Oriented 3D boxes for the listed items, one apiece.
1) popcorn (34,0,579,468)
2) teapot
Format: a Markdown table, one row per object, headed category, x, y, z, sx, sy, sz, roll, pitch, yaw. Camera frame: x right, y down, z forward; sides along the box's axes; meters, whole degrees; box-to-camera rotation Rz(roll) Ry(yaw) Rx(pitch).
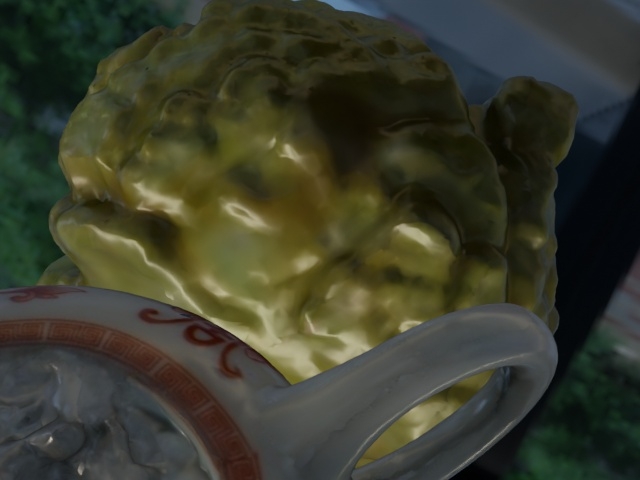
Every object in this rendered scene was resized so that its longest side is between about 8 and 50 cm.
| category | x | y | z | sx | sy | sz | roll | pitch | yaw |
| --- | --- | --- | --- | --- | --- | --- | --- | --- | --- |
| popcorn | 0.000 | 0.000 | 0.823 | 0.256 | 0.255 | 0.195 | 40 | -153 | -28 |
| teapot | -0.056 | 0.080 | 0.406 | 0.159 | 0.245 | 0.116 | 51 | 171 | 41 |
